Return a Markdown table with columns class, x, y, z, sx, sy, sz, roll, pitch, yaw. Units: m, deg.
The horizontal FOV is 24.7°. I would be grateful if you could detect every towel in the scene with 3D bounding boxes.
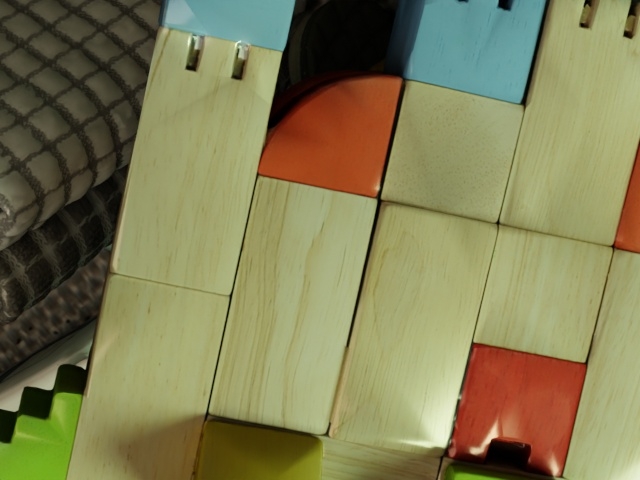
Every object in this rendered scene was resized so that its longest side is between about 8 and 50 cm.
| class | x | y | z | sx | sy | sz | roll | pitch | yaw |
| --- | --- | --- | --- | --- | --- | --- | --- | --- | --- |
| towel | -0.183 | -0.108 | 0.729 | 0.283 | 0.235 | 0.121 | 33 | 140 | 17 |

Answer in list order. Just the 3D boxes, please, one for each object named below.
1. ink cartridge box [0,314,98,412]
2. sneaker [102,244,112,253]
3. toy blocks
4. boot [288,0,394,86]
| class | x | y | z | sx | sy | sz | roll | pitch | yaw |
| --- | --- | --- | --- | --- | --- | --- | --- | --- | --- |
| ink cartridge box | -0.123 | 0.158 | 0.943 | 0.353 | 0.119 | 0.207 | -27 | 99 | 46 |
| sneaker | -0.172 | -0.026 | 0.871 | 0.223 | 0.098 | 0.083 | 28 | 132 | 20 |
| toy blocks | 0.060 | 0.000 | 0.613 | 0.381 | 0.191 | 0.261 | 12 | 96 | -9 |
| boot | 0.000 | 0.000 | 0.772 | 0.161 | 0.083 | 0.246 | -2 | 115 | 45 |
